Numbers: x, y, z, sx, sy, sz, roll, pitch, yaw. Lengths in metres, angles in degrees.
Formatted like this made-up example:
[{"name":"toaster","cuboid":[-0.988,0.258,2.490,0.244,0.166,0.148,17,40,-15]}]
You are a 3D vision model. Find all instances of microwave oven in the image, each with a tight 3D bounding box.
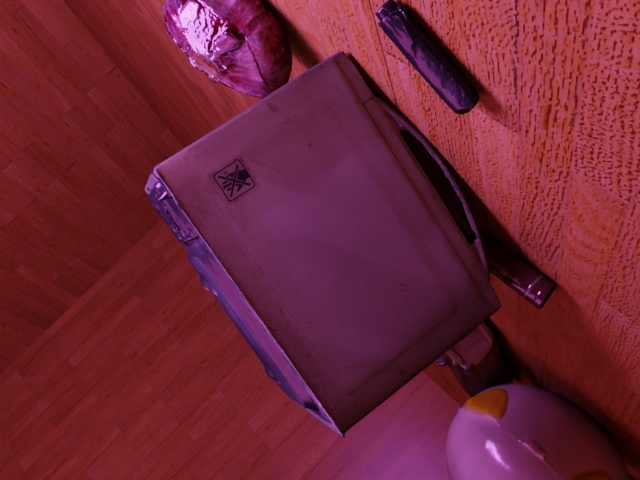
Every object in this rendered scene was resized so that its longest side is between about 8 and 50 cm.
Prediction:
[{"name":"microwave oven","cuboid":[0.000,0.000,0.926,0.394,0.333,0.247,57,166,-7]}]

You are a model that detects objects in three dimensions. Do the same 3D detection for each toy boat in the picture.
[{"name":"toy boat","cuboid":[0.333,0.271,1.496,0.162,0.136,0.445,45,176,37]}]

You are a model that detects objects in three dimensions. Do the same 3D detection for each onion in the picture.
[{"name":"onion","cuboid":[-0.113,-0.298,0.918,0.206,0.151,0.098,35,139,-3]}]

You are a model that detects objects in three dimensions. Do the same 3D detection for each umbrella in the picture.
[{"name":"umbrella","cuboid":[0.104,-0.175,0.641,0.133,0.031,0.036,46,147,-7]}]

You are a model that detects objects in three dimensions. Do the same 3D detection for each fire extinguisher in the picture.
[{"name":"fire extinguisher","cuboid":[0.251,0.030,0.926,0.158,0.043,0.064,42,174,26]}]

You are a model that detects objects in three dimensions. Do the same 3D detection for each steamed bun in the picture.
[{"name":"steamed bun","cuboid":[0.424,0.459,1.325,0.374,0.334,0.334,37,170,33]}]
